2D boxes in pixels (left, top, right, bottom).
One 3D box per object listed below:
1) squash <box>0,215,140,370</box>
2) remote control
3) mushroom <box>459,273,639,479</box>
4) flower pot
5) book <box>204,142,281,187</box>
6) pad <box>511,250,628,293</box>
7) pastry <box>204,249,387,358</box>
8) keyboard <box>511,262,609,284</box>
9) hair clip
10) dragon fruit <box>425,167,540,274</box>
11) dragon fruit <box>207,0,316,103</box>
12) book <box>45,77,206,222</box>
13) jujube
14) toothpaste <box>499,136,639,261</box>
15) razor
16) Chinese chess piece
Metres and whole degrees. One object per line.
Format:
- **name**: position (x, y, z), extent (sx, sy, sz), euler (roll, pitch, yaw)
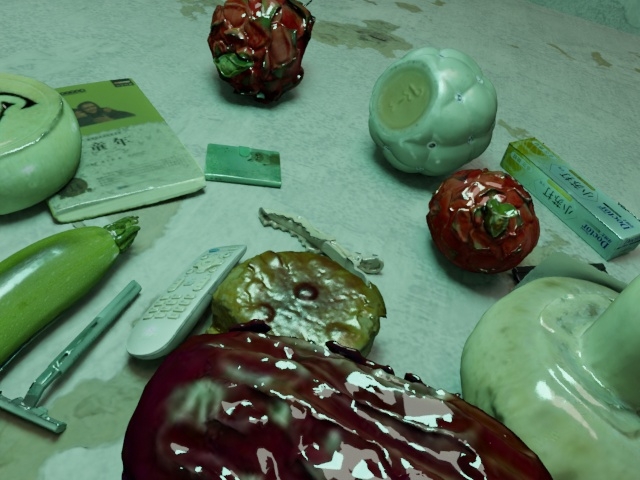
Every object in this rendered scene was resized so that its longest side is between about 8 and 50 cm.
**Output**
- **squash**: position (-0.341, 0.058, 0.614), extent (0.094, 0.094, 0.341), euler (25, 45, 11)
- **remote control**: position (-0.165, 0.075, 0.679), extent (0.073, 0.044, 0.229), euler (-8, 28, 25)
- **mushroom**: position (0.314, 0.143, 0.538), extent (0.314, 0.336, 0.314), euler (8, 50, -10)
- **flower pot**: position (0.210, -0.243, 0.998), extent (0.195, 0.246, 0.246), euler (7, 35, -48)
- **book**: position (-0.139, -0.138, 0.942), extent (0.135, 0.017, 0.103), euler (5, 43, -12)
- **pad**: position (0.364, 0.081, 0.724), extent (0.156, 0.232, 0.004), euler (29, 77, 14)
- **pastry**: position (-0.027, 0.105, 0.649), extent (0.229, 0.100, 0.218), euler (-5, 45, -20)
- **keyboard**: position (0.418, 0.067, 0.891), extent (0.196, 0.018, 0.060), euler (-1, 51, -18)
- **hair clip**: position (0.000, 0.000, 0.822), extent (0.226, 0.034, 0.072), euler (34, 41, 22)
- **dragon fruit**: position (0.259, -0.032, 0.835), extent (0.172, 0.172, 0.209), euler (12, 22, -4)
- **dragon fruit**: position (-0.108, -0.424, 1.117), extent (0.234, 0.233, 0.293), euler (39, 51, 24)
- **book**: position (-0.376, -0.171, 0.893), extent (0.239, 0.035, 0.352), euler (-20, 52, -29)
- **jujube**: position (0.020, 0.225, 0.436), extent (0.377, 0.258, 0.258), euler (24, 41, 20)
- **toothpaste**: position (0.500, -0.092, 1.053), extent (0.089, 0.071, 0.313), euler (-14, 50, -24)
- **razor**: position (-0.274, 0.116, 0.608), extent (0.084, 0.036, 0.211), euler (22, 42, 4)
- **Chinese chess piece**: position (-0.484, -0.145, 0.758), extent (0.250, 0.101, 0.250), euler (4, 47, -4)
